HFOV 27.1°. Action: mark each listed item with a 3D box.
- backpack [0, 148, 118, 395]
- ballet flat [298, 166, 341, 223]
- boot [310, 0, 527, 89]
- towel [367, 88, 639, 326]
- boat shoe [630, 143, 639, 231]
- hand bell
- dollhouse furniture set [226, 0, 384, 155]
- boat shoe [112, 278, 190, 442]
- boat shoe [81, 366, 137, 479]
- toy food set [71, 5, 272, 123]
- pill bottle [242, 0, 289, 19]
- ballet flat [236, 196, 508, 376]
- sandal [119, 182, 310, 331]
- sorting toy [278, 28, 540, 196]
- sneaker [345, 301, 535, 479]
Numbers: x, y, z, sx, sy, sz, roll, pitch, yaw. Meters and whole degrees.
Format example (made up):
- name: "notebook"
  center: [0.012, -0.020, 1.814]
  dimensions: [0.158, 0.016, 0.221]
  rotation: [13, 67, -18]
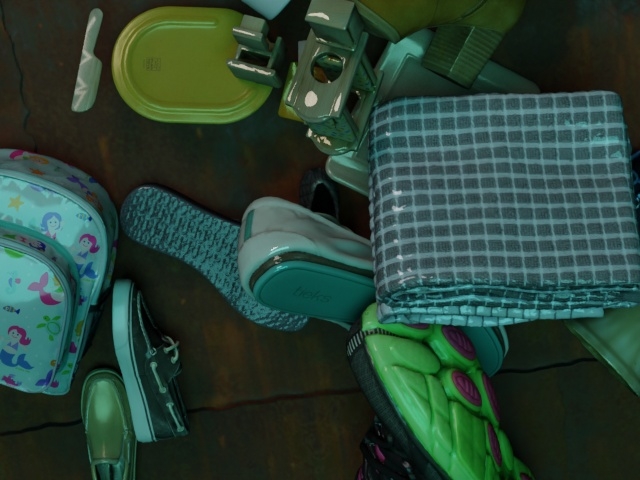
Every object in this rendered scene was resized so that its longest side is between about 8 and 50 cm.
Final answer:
- name: "backpack"
  center: [-0.346, 0.032, 1.488]
  dimensions: [0.225, 0.191, 0.254]
  rotation: [19, 104, -5]
- name: "ballet flat"
  center: [0.000, 0.000, 1.535]
  dimensions: [0.057, 0.049, 0.173]
  rotation: [-6, 110, 4]
- name: "boot"
  center: [0.111, -0.295, 1.341]
  dimensions: [0.295, 0.104, 0.211]
  rotation: [21, 96, -45]
- name: "towel"
  center: [0.191, -0.036, 1.366]
  dimensions: [0.283, 0.235, 0.121]
  rotation: [-3, 151, 0]
- name: "boat shoe"
  center: [0.335, -0.044, 1.486]
  dimensions: [0.089, 0.109, 0.258]
  rotation: [38, 104, -9]
- name: "hand bell"
  center: [0.409, 0.052, 1.536]
  dimensions: [0.242, 0.126, 0.126]
  rotation: [-44, 104, 3]
- name: "dollhouse furniture set"
  center: [-0.040, -0.172, 1.321]
  dimensions: [0.160, 0.182, 0.101]
  rotation: [16, 80, 16]
- name: "boat shoe"
  center: [-0.199, 0.140, 1.580]
  dimensions: [0.070, 0.078, 0.219]
  rotation: [-6, 118, 4]
- name: "boat shoe"
  center: [-0.256, 0.250, 1.619]
  dimensions: [0.068, 0.072, 0.190]
  rotation: [-5, 110, 3]
- name: "toy food set"
  center: [-0.157, -0.189, 1.465]
  dimensions: [0.217, 0.071, 0.128]
  rotation: [3, 86, -2]
- name: "pill bottle"
  center: [-0.122, -0.362, 1.343]
  dimensions: [0.283, 0.161, 0.161]
  rotation: [37, 107, -12]
- name: "ballet flat"
  center: [0.066, 0.047, 1.491]
  dimensions: [0.400, 0.139, 0.139]
  rotation: [24, 112, -39]
- name: "sandal"
  center: [-0.111, 0.011, 1.546]
  dimensions: [0.254, 0.054, 0.097]
  rotation: [34, 100, -1]
- name: "sorting toy"
  center: [0.122, -0.126, 1.491]
  dimensions: [0.347, 0.047, 0.196]
  rotation: [25, 104, -9]
- name: "sneaker"
  center: [0.118, 0.263, 1.511]
  dimensions: [0.202, 0.185, 0.483]
  rotation: [-12, 131, 17]
